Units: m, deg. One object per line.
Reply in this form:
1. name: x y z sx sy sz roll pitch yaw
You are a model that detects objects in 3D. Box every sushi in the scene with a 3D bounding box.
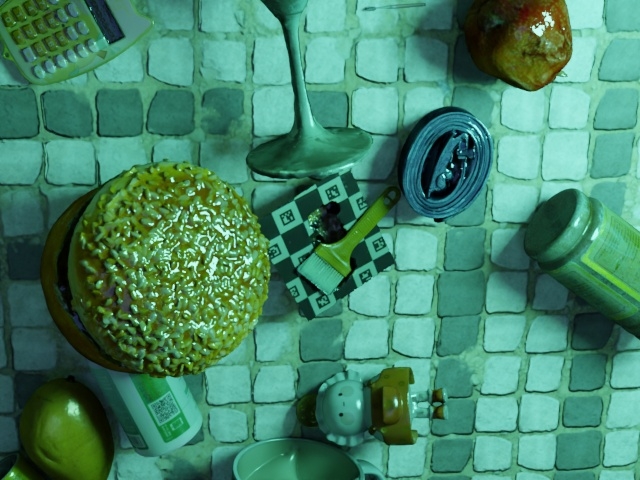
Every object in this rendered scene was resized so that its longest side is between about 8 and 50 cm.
1. sushi: 0.000 0.000 1.709 0.192 0.050 0.215 -33 119 -10

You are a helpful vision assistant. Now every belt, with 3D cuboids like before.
1. belt: 0.205 -0.125 1.671 0.142 0.082 0.190 22 104 -8

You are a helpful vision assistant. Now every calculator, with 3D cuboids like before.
1. calculator: -0.387 -0.337 1.560 0.237 0.033 0.157 -24 111 5

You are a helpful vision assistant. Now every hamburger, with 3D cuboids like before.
1. hamburger: -0.246 0.048 1.541 0.330 0.250 0.329 8 75 -31

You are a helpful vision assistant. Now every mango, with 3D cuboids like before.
1. mango: -0.439 0.348 1.758 0.147 0.109 0.227 -23 112 -24

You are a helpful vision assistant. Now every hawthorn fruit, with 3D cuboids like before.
1. hawthorn fruit: 0.312 -0.319 1.576 0.174 0.173 0.179 -16 110 0

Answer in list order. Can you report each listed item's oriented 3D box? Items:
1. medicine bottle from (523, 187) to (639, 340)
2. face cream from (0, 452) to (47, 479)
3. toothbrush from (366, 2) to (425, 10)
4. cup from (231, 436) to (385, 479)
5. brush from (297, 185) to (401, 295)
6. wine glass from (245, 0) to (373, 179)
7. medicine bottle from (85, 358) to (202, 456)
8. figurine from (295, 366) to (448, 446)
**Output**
1. medicine bottle: 0.512 0.053 1.731 0.322 0.151 0.151 34 103 -16
2. face cream: -0.466 0.538 1.822 0.105 0.105 0.348 -36 109 7
3. toothbrush: 0.121 -0.374 1.613 0.097 0.008 0.006 -6 124 -5
4. cup: -0.021 0.545 1.827 0.323 0.237 0.326 -9 112 -36
5. brush: 0.058 -0.008 1.697 0.218 0.010 0.082 -49 120 -3
6. wine glass: -0.046 -0.312 1.496 0.267 0.267 0.405 -9 114 -3
7. medicine bottle: -0.312 0.224 1.712 0.133 0.133 0.274 -23 111 2
8. figurine: 0.092 0.297 1.796 0.271 0.143 0.143 -10 113 27
